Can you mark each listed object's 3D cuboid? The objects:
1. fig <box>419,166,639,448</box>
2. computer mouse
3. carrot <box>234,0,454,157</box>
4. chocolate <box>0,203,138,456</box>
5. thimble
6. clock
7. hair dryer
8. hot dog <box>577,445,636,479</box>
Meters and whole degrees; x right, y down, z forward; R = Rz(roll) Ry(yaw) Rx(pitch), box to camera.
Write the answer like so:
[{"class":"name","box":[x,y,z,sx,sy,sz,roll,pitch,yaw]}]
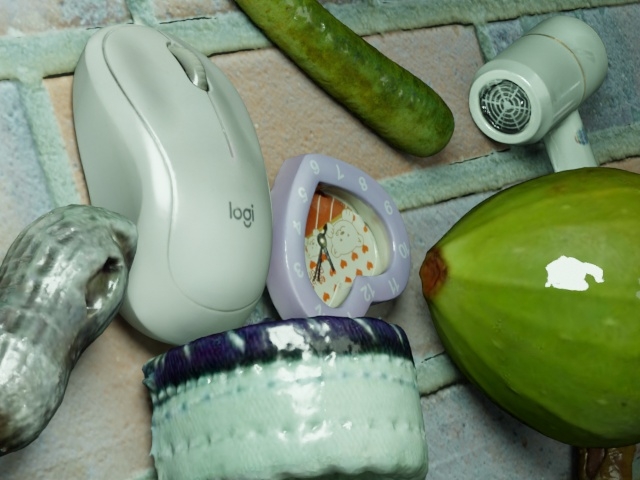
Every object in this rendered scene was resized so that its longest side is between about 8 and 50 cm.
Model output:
[{"class":"fig","box":[0.254,0.065,1.909,0.316,0.316,0.316,22,60,-44]},{"class":"computer mouse","box":[-0.121,-0.057,1.625,0.184,0.121,0.297,11,69,-46]},{"class":"carrot","box":[0.008,-0.195,1.871,0.358,0.074,0.074,37,50,-35]},{"class":"chocolate","box":[-0.226,0.065,1.464,0.110,0.110,0.248,53,44,-23]},{"class":"thimble","box":[-0.030,0.153,1.579,0.237,0.237,0.150,14,62,-47]},{"class":"clock","box":[0.000,0.000,1.789,0.198,0.064,0.172,-36,104,-50]},{"class":"hair dryer","box":[0.298,-0.070,2.153,0.173,0.107,0.357,-38,110,-47]},{"class":"hot dog","box":[0.333,0.197,2.122,0.088,0.061,0.286,38,50,-51]}]
